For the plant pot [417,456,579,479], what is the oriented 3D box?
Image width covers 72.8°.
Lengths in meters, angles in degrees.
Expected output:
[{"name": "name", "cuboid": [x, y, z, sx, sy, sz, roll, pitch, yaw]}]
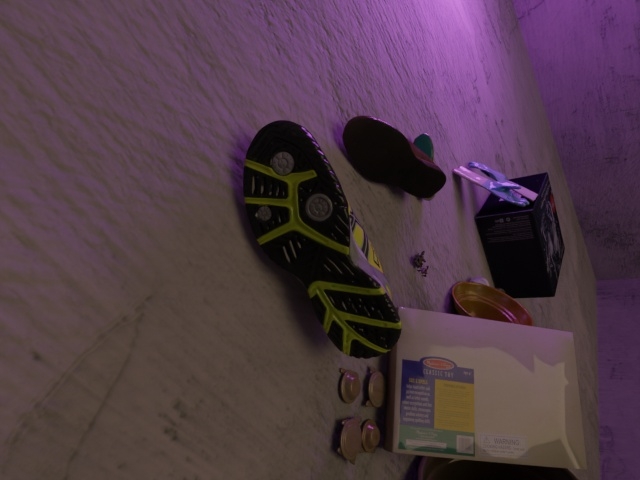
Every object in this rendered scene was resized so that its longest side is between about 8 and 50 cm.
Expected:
[{"name": "plant pot", "cuboid": [0.348, 0.605, 0.864, 0.323, 0.323, 0.280, -20, 116, -51]}]

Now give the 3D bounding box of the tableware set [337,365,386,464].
[{"name": "tableware set", "cuboid": [0.075, 0.306, 0.773, 0.141, 0.020, 0.168, 33, 57, -46]}]

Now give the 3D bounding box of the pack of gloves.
[{"name": "pack of gloves", "cuboid": [0.539, -0.187, 1.305, 0.195, 0.232, 0.046, -29, 147, -49]}]

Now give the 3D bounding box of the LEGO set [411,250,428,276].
[{"name": "LEGO set", "cuboid": [0.233, 0.055, 1.025, 0.054, 0.024, 0.083, -55, 137, -39]}]

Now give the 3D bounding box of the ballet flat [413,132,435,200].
[{"name": "ballet flat", "cuboid": [0.257, -0.181, 1.086, 0.052, 0.057, 0.168, 9, 77, -79]}]

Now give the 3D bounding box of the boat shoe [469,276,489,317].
[{"name": "boat shoe", "cuboid": [0.467, 0.198, 1.254, 0.063, 0.066, 0.184, -7, 91, -38]}]

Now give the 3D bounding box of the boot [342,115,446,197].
[{"name": "boot", "cuboid": [0.144, -0.190, 0.925, 0.305, 0.112, 0.115, 21, 36, -43]}]

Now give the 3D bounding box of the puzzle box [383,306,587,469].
[{"name": "puzzle box", "cuboid": [0.330, 0.294, 0.875, 0.409, 0.052, 0.271, 10, 70, -10]}]

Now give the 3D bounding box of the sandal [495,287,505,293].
[{"name": "sandal", "cuboid": [0.549, 0.292, 1.314, 0.120, 0.086, 0.302, 36, 56, -42]}]

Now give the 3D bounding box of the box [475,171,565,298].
[{"name": "box", "cuboid": [0.700, -0.021, 1.494, 0.343, 0.179, 0.312, -42, 116, -47]}]

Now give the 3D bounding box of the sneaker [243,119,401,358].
[{"name": "sneaker", "cuboid": [0.000, 0.000, 0.680, 0.147, 0.145, 0.384, -80, 147, -72]}]

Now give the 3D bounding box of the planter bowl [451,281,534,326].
[{"name": "planter bowl", "cuboid": [0.437, 0.207, 1.153, 0.217, 0.217, 0.090, -23, 137, -51]}]
